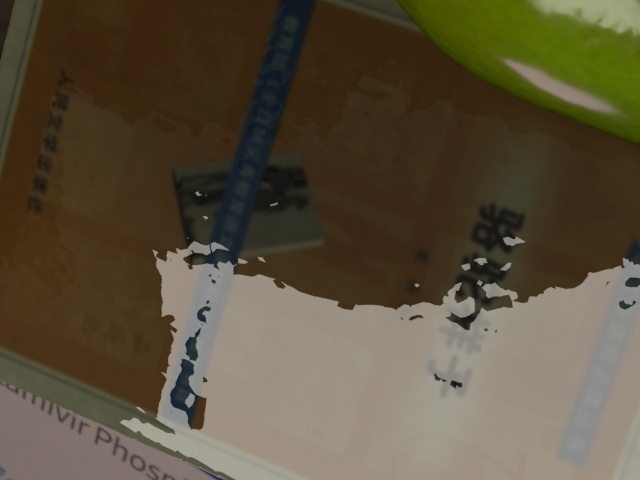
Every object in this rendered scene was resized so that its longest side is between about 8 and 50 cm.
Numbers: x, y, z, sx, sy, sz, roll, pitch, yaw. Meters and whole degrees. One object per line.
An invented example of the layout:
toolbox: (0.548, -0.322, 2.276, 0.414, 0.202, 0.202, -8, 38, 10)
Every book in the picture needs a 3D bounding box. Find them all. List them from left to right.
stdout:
book: (0.000, 0.000, 0.477, 0.241, 0.018, 0.170, 20, 104, 15)

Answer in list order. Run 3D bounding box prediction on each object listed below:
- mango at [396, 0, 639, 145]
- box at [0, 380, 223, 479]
mango: (0.085, -0.070, 0.364, 0.163, 0.117, 0.089, 26, 119, 13)
box: (-0.012, 0.098, 0.577, 0.343, 0.065, 0.200, 30, 131, 12)
